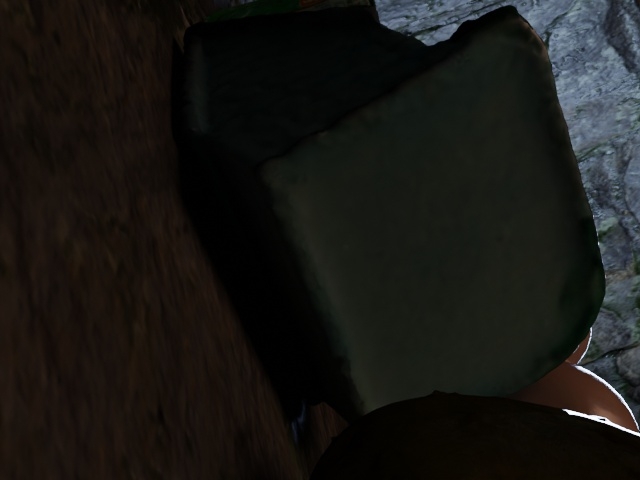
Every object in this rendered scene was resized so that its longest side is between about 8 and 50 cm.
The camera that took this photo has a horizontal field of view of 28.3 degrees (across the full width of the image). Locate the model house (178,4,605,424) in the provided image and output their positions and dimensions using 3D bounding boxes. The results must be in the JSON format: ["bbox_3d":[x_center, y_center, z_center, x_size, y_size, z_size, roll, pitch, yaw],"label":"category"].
[{"bbox_3d":[0.028,-0.032,0.931,0.249,0.230,0.280,36,-28,55],"label":"model house"}]

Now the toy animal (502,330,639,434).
[{"bbox_3d":[0.167,0.178,1.150,0.326,0.269,0.237,5,-82,55],"label":"toy animal"}]

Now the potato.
[{"bbox_3d":[0.127,0.184,0.682,0.210,0.308,0.173,-96,-158,-76],"label":"potato"}]

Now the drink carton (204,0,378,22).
[{"bbox_3d":[-0.012,-0.123,1.079,0.144,0.146,0.142,-97,174,-61],"label":"drink carton"}]
